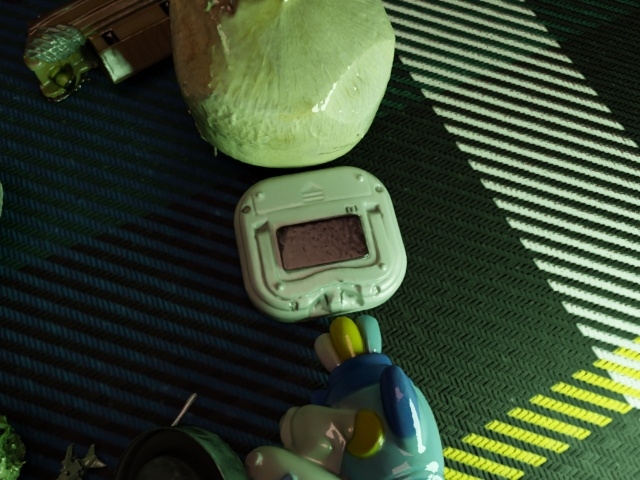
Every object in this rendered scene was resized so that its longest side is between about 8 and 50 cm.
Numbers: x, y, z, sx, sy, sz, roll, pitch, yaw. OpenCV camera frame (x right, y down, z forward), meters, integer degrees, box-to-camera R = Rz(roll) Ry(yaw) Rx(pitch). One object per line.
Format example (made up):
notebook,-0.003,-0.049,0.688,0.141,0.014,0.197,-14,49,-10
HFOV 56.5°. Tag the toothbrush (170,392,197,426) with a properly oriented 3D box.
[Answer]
toothbrush,-0.221,0.276,0.861,0.013,0.011,0.131,28,69,21

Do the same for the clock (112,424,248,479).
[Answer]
clock,-0.176,0.346,0.751,0.225,0.049,0.226,-2,86,32

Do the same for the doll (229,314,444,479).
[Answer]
doll,0.030,0.282,0.783,0.376,0.187,0.365,40,70,12

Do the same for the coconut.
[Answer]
coconut,-0.060,-0.298,0.913,0.346,0.360,0.347,2,70,-5

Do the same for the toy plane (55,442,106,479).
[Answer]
toy plane,-0.340,0.321,0.823,0.083,0.033,0.080,-37,64,-16

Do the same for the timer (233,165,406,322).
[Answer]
timer,0.000,0.000,0.945,0.261,0.087,0.237,-10,70,-7

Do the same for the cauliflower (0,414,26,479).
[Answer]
cauliflower,-0.525,0.247,0.756,0.272,0.275,0.250,-23,33,10

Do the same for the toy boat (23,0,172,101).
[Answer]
toy boat,-0.311,-0.395,1.058,0.445,0.136,0.162,-37,80,-17

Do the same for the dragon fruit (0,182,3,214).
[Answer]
dragon fruit,-0.610,-0.034,0.867,0.282,0.204,0.221,-14,100,-19
